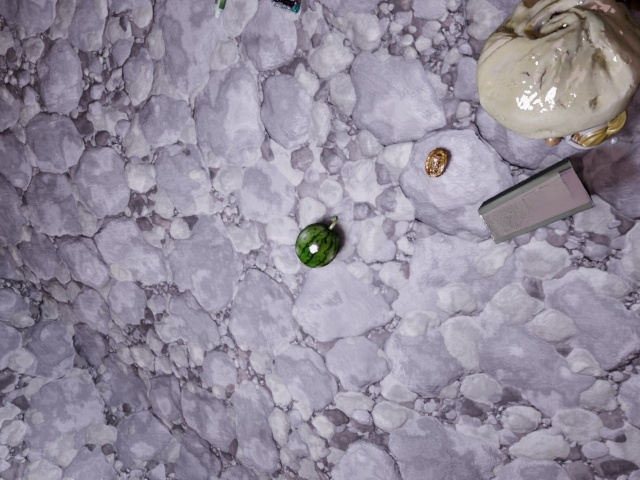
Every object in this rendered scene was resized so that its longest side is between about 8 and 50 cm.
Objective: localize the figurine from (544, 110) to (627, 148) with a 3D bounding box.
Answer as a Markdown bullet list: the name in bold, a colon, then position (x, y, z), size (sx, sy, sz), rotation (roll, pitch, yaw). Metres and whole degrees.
- **figurine**: position (0.589, -0.317, 1.113), size (0.275, 0.133, 0.193), rotation (15, 87, 26)

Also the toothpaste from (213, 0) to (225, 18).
- **toothpaste**: position (-0.304, -0.805, 1.428), size (0.049, 0.031, 0.204), rotation (24, 110, 17)

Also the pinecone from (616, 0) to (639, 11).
- **pinecone**: position (0.651, -0.617, 0.921), size (0.244, 0.310, 0.243), rotation (-17, 69, 57)

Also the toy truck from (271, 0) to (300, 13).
- **toy truck**: position (-0.104, -0.706, 1.358), size (0.083, 0.044, 0.039), rotation (26, 92, 17)

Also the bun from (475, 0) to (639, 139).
- **bun**: position (0.496, -0.392, 0.985), size (0.326, 0.235, 0.361), rotation (-33, 53, 25)

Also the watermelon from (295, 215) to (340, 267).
- **watermelon**: position (0.000, 0.000, 1.457), size (0.141, 0.141, 0.187), rotation (37, 112, 11)

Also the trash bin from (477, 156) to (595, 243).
- **trash bin**: position (0.547, -0.099, 1.171), size (0.241, 0.164, 0.122), rotation (-29, 91, 31)

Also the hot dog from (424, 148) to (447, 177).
- **hot dog**: position (0.330, -0.221, 1.302), size (0.058, 0.035, 0.083), rotation (19, 112, 15)
